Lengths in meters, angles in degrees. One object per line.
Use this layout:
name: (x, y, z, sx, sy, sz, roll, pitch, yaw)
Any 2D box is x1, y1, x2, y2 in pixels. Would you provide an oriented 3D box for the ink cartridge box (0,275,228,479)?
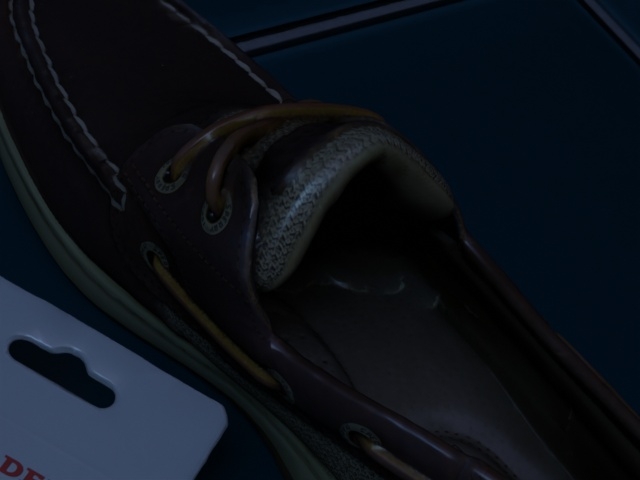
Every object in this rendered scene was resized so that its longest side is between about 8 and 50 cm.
ink cartridge box: (-0.113, 0.102, 0.290, 0.104, 0.061, 0.181, 30, 50, 2)

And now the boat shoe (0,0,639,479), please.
boat shoe: (0.000, 0.000, 0.370, 0.123, 0.123, 0.342, -24, 66, -34)
